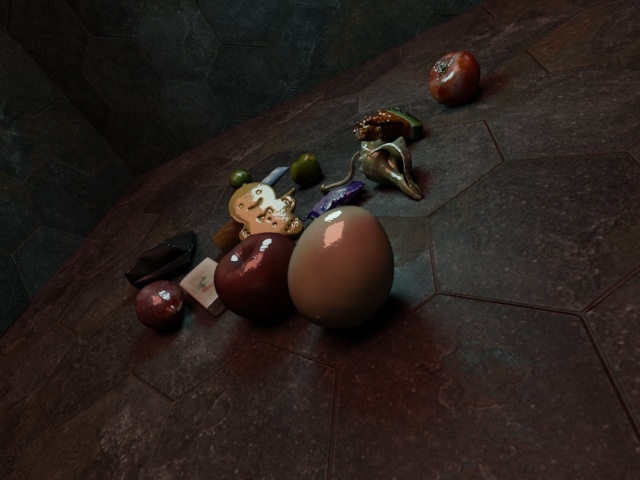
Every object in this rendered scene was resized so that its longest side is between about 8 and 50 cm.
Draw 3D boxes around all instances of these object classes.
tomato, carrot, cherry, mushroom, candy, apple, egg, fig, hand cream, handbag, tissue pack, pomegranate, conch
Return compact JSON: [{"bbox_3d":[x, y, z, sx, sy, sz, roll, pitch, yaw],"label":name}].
[{"bbox_3d":[0.591,-0.700,1.829,0.232,0.189,0.231,-34,47,46],"label":"tomato"},{"bbox_3d":[-0.325,-0.063,1.835,0.302,0.138,0.138,-34,32,2],"label":"carrot"},{"bbox_3d":[-0.612,0.252,1.624,0.192,0.175,0.250,-35,28,-29],"label":"cherry"},{"bbox_3d":[0.093,-0.266,1.726,0.306,0.068,0.043,-34,47,52],"label":"mushroom"},{"bbox_3d":[0.054,-0.153,1.662,0.275,0.070,0.145,-37,21,-10],"label":"candy"},{"bbox_3d":[-0.189,0.117,1.369,0.306,0.235,0.305,-26,31,17],"label":"apple"},{"bbox_3d":[0.057,0.072,1.125,0.284,0.344,0.283,7,29,-4],"label":"egg"},{"bbox_3d":[-0.062,-0.340,1.964,0.165,0.154,0.143,135,127,-58],"label":"fig"},{"bbox_3d":[-0.261,-0.319,2.209,0.088,0.055,0.256,2,39,38],"label":"hand cream"},{"bbox_3d":[-0.744,0.068,2.031,0.343,0.152,0.288,-26,20,10],"label":"handbag"},{"bbox_3d":[-0.434,0.174,1.663,0.170,0.071,0.326,-47,34,-17],"label":"tissue pack"},{"bbox_3d":[-0.442,-0.335,2.333,0.131,0.130,0.130,-23,33,16],"label":"pomegranate"},{"bbox_3d":[0.276,-0.292,1.586,0.170,0.202,0.386,-25,48,-36],"label":"conch"}]

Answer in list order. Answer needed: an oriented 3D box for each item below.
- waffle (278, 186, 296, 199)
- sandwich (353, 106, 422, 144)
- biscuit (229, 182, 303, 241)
[{"bbox_3d":[-0.162,-0.187,1.958,0.153,0.023,0.097,-36,33,-5],"label":"waffle"},{"bbox_3d":[0.276,-0.468,1.821,0.302,0.161,0.250,-14,37,-27],"label":"sandwich"},{"bbox_3d":[-0.235,-0.107,1.727,0.275,0.052,0.355,-37,64,-9],"label":"biscuit"}]
